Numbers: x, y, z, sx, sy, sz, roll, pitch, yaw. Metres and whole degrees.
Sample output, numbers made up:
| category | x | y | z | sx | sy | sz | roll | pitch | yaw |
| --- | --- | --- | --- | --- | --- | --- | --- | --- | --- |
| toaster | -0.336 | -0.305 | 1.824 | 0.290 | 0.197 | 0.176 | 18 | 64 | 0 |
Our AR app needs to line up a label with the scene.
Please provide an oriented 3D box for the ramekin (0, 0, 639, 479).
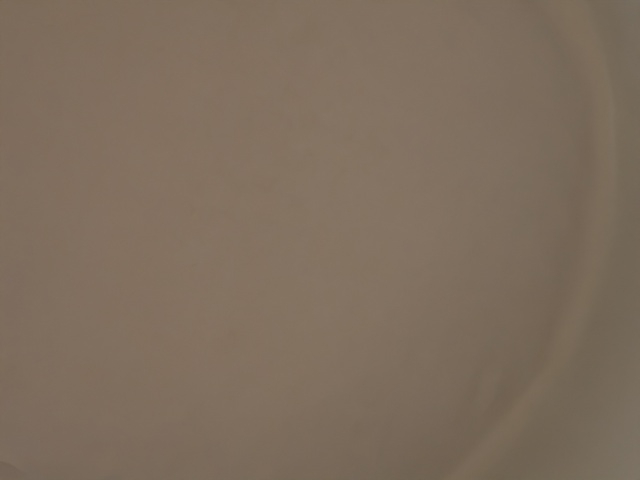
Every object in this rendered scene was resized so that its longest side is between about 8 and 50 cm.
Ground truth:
| category | x | y | z | sx | sy | sz | roll | pitch | yaw |
| --- | --- | --- | --- | --- | --- | --- | --- | --- | --- |
| ramekin | 0.000 | 0.000 | 0.454 | 0.277 | 0.135 | 0.277 | -5 | -76 | -22 |
